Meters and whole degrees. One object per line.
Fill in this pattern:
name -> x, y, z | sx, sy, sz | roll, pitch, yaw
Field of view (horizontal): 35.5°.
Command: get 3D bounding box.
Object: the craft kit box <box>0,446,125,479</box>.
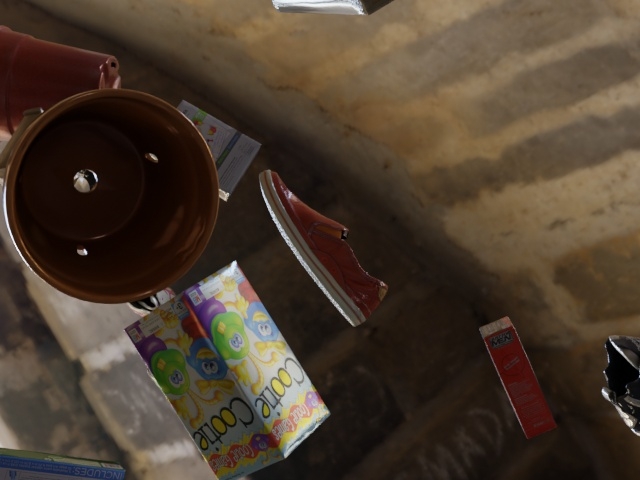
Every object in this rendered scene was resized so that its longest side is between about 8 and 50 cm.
craft kit box -> -0.448, 0.447, 1.524 | 0.250, 0.247, 0.061 | 15, -2, -26

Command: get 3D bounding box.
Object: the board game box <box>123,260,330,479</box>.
board game box -> -0.137, 0.197, 1.487 | 0.144, 0.275, 0.142 | -32, 1, 34

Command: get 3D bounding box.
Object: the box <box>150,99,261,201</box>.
box -> -0.234, -0.182, 2.014 | 0.145, 0.186, 0.038 | -60, 0, -33

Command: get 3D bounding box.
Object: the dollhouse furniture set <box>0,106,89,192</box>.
dollhouse furniture set -> -0.703, -0.138, 2.065 | 0.355, 0.303, 0.174 | -6, 45, 27

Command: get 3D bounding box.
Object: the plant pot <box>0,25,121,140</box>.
plant pot -> -0.610, -0.340, 2.291 | 0.265, 0.272, 0.272 | 7, 3, 2

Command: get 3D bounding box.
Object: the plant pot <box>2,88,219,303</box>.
plant pot -> -0.313, -0.075, 1.421 | 0.291, 0.291, 0.203 | -30, 23, -18

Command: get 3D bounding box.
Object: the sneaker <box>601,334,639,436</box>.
sneaker -> 0.466, 0.146, 1.348 | 0.235, 0.153, 0.094 | -53, 22, 6

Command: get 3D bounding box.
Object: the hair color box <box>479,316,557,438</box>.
hair color box -> 0.252, 0.174, 1.282 | 0.043, 0.141, 0.072 | -24, 4, 6

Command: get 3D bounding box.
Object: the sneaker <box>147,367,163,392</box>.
sneaker -> -0.227, 0.276, 1.796 | 0.086, 0.192, 0.064 | 0, 47, 42

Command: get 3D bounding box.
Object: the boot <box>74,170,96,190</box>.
boot -> -0.452, -0.138, 2.169 | 0.236, 0.178, 0.085 | 101, -165, -56

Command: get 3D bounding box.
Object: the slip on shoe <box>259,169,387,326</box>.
slip on shoe -> 0.000, 0.000, 1.812 | 0.101, 0.331, 0.123 | -37, -13, -5

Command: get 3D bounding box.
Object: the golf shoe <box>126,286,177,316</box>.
golf shoe -> -0.287, 0.099, 1.657 | 0.067, 0.086, 0.186 | -43, -43, 3

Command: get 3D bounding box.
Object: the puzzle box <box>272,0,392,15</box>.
puzzle box -> 0.150, -0.395, 1.223 | 0.409, 0.052, 0.272 | -34, 23, -14
